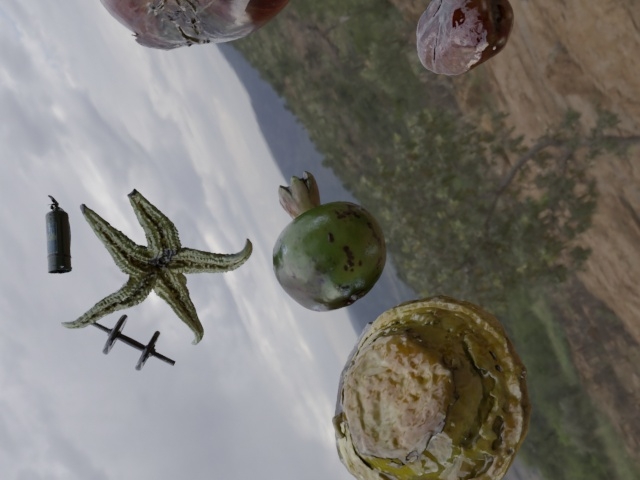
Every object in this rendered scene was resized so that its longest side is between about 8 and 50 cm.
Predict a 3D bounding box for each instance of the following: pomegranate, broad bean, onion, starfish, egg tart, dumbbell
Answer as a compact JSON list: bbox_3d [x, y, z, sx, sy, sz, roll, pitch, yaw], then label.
[{"bbox_3d":[0.000,0.000,0.743,0.142,0.115,0.114,61,180,23],"label":"pomegranate"},{"bbox_3d":[0.240,-0.358,1.293,0.228,0.122,0.156,-169,79,-74],"label":"broad bean"},{"bbox_3d":[-0.197,-0.455,1.133,0.353,0.354,0.353,-26,-90,-89],"label":"onion"},{"bbox_3d":[-0.179,0.035,0.812,0.050,0.217,0.223,47,163,53],"label":"starfish"},{"bbox_3d":[0.097,0.166,0.793,0.106,0.241,0.241,26,-149,-47],"label":"egg tart"},{"bbox_3d":[-0.290,0.157,1.172,0.147,0.069,0.069,28,-174,-6],"label":"dumbbell"}]

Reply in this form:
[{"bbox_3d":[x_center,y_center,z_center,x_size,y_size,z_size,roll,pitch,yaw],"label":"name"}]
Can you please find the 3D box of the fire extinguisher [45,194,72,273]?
[{"bbox_3d":[-0.284,-0.006,0.831,0.038,0.025,0.083,33,-132,-75],"label":"fire extinguisher"}]
